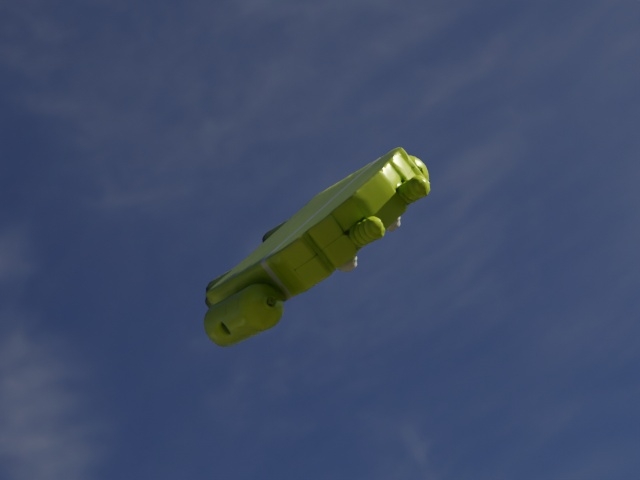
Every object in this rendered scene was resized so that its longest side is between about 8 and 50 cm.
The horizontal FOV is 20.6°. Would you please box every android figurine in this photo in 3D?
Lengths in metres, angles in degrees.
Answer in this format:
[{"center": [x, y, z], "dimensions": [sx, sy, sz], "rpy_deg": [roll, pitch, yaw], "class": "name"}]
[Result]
[{"center": [0.000, 0.000, 1.588], "dimensions": [0.248, 0.056, 0.273], "rpy_deg": [-42, 9, -34], "class": "android figurine"}]
